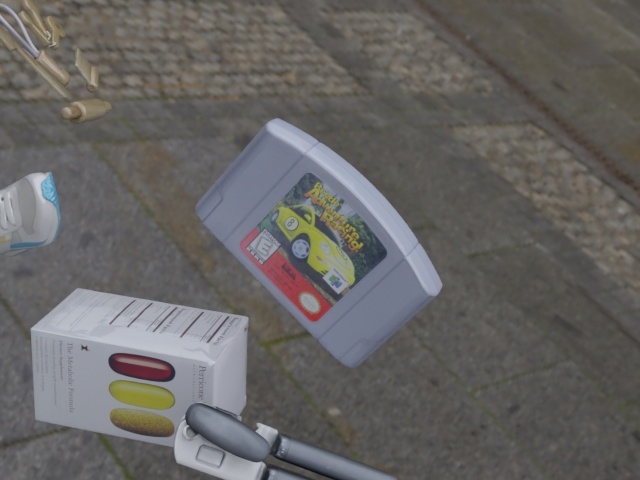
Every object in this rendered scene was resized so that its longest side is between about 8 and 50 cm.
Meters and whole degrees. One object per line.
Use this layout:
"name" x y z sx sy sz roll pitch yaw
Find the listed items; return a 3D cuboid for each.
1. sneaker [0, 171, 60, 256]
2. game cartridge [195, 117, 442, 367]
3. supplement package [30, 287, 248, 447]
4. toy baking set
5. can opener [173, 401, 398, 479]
"sneaker" -0.405 -0.025 1.502 0.092 0.228 0.087 -3 75 -40
"game cartridge" 0.000 0.000 1.458 0.294 0.196 0.060 45 29 1
"supplement package" -0.227 0.163 1.505 0.244 0.139 0.134 8 23 13
"toy baking set" -0.369 -0.239 1.590 0.197 0.030 0.256 54 13 -7
"can opener" -0.037 0.261 1.345 0.280 0.074 0.093 24 -6 -20
